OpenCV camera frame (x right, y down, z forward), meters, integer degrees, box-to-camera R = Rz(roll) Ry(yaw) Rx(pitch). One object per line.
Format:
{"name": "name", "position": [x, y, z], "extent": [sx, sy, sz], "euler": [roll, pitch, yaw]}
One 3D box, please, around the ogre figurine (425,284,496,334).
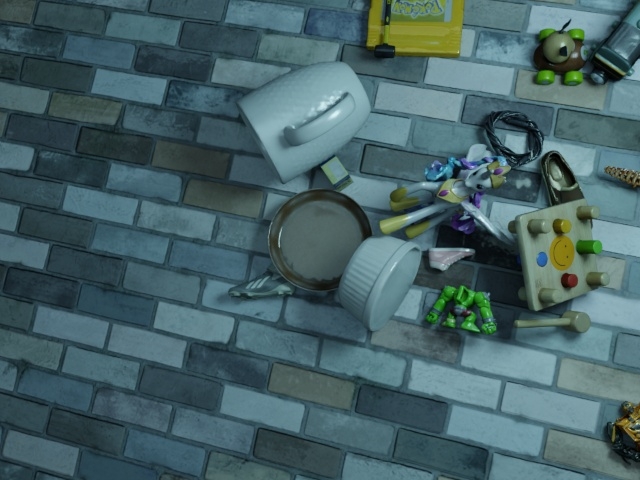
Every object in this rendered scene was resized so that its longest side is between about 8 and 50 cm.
{"name": "ogre figurine", "position": [0.402, 0.192, 1.859], "extent": [0.197, 0.097, 0.118], "euler": [2, 75, 54]}

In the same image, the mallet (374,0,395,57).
{"name": "mallet", "position": [0.189, -0.634, 1.981], "extent": [0.063, 0.039, 0.189], "euler": [-3, 81, 7]}

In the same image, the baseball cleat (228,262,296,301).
{"name": "baseball cleat", "position": [-0.175, 0.125, 1.994], "extent": [0.206, 0.072, 0.109], "euler": [-3, 70, 5]}

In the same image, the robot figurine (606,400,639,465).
{"name": "robot figurine", "position": [0.904, 0.545, 1.743], "extent": [0.211, 0.085, 0.291], "euler": [-40, 79, 3]}

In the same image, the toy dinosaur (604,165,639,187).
{"name": "toy dinosaur", "position": [0.954, -0.203, 1.793], "extent": [0.322, 0.164, 0.218], "euler": [-5, 99, -12]}

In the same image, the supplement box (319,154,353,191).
{"name": "supplement box", "position": [0.049, -0.199, 1.973], "extent": [0.056, 0.083, 0.083], "euler": [-35, 79, 5]}

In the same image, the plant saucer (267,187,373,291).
{"name": "plant saucer", "position": [0.000, 0.000, 1.962], "extent": [0.311, 0.050, 0.310], "euler": [0, 79, 2]}

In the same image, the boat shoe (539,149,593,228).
{"name": "boat shoe", "position": [0.683, -0.132, 1.850], "extent": [0.095, 0.095, 0.257], "euler": [-25, 80, 6]}

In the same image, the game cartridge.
{"name": "game cartridge", "position": [0.292, -0.718, 2.006], "extent": [0.286, 0.053, 0.323], "euler": [4, 84, 10]}

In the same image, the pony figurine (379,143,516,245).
{"name": "pony figurine", "position": [0.375, -0.111, 1.807], "extent": [0.364, 0.351, 0.302], "euler": [-21, 76, 26]}

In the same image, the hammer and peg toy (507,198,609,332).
{"name": "hammer and peg toy", "position": [0.631, 0.088, 1.743], "extent": [0.266, 0.127, 0.360], "euler": [-13, 96, -28]}

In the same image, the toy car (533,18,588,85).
{"name": "toy car", "position": [0.681, -0.537, 1.848], "extent": [0.149, 0.188, 0.154], "euler": [4, 85, 10]}

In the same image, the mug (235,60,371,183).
{"name": "mug", "position": [-0.025, -0.348, 1.865], "extent": [0.328, 0.374, 0.276], "euler": [-31, 109, -3]}

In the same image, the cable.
{"name": "cable", "position": [0.556, -0.305, 1.907], "extent": [0.151, 0.047, 0.184], "euler": [-31, 79, -7]}

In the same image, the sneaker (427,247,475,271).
{"name": "sneaker", "position": [0.376, 0.055, 1.907], "extent": [0.135, 0.051, 0.070], "euler": [-1, 85, 13]}

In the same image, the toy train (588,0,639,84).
{"name": "toy train", "position": [0.875, -0.579, 1.816], "extent": [0.142, 0.190, 0.334], "euler": [41, 92, 9]}

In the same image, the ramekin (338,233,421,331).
{"name": "ramekin", "position": [0.159, 0.105, 1.838], "extent": [0.127, 0.273, 0.272], "euler": [29, 89, 23]}
